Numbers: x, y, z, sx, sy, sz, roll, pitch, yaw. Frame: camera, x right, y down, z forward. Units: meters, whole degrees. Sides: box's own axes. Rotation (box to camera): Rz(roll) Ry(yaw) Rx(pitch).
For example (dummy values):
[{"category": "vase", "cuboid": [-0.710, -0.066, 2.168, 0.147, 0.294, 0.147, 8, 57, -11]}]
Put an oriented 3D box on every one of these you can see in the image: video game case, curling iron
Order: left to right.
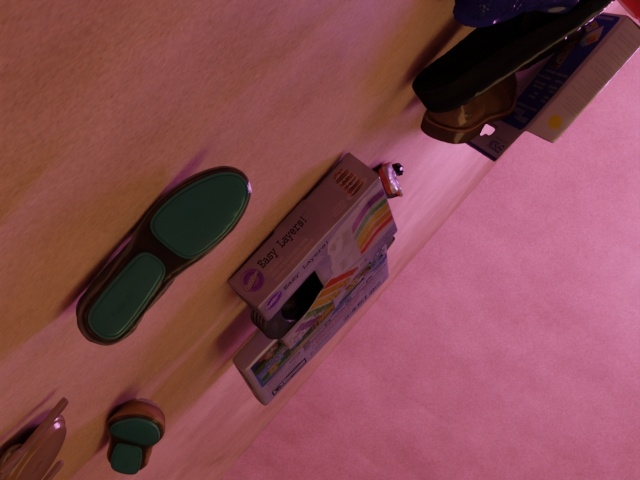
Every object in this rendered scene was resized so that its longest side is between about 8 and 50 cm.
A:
[{"category": "video game case", "cuboid": [-0.008, 0.125, 2.174, 0.329, 0.036, 0.300, -46, 165, -10]}, {"category": "curling iron", "cuboid": [0.350, -0.316, 2.171, 0.068, 0.035, 0.274, -56, -165, -25]}]

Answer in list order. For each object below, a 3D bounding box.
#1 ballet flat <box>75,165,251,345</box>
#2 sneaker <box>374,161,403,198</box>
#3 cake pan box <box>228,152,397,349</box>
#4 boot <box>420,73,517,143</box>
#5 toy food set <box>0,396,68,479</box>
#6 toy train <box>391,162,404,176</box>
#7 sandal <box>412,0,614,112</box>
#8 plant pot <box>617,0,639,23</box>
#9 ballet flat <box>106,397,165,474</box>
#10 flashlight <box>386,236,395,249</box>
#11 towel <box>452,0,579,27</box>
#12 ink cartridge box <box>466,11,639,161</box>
[{"category": "ballet flat", "cuboid": [-0.154, 0.008, 1.219, 0.213, 0.072, 0.068, -47, -161, -6]}, {"category": "sneaker", "cuboid": [0.094, -0.092, 2.118, 0.065, 0.061, 0.158, -23, 174, 8]}, {"category": "cake pan box", "cuboid": [-0.008, 0.024, 1.869, 0.267, 0.070, 0.246, -47, 159, -9]}, {"category": "boot", "cuboid": [0.253, -0.253, 2.025, 0.305, 0.112, 0.115, -44, 151, -57]}, {"category": "toy food set", "cuboid": [-0.334, 0.246, 1.439, 0.132, 0.038, 0.192, -52, 170, -35]}, {"category": "toy train", "cuboid": [0.088, -0.070, 2.222, 0.158, 0.027, 0.036, -52, 168, 15]}, {"category": "sandal", "cuboid": [0.306, -0.343, 1.776, 0.446, 0.107, 0.167, -38, -158, -9]}, {"category": "plant pot", "cuboid": [0.645, -0.526, 2.327, 0.243, 0.275, 0.275, -39, 173, 4]}, {"category": "ballet flat", "cuboid": [-0.261, 0.259, 1.805, 0.232, 0.080, 0.073, 123, -17, -57]}, {"category": "flashlight", "cuboid": [0.016, 0.091, 2.360, 0.103, 0.103, 0.304, 37, 92, -38]}, {"category": "towel", "cuboid": [0.301, -0.393, 1.549, 0.228, 0.076, 0.308, -17, 154, -40]}, {"category": "ink cartridge box", "cuboid": [0.374, -0.252, 2.144, 0.307, 0.072, 0.303, -50, -165, 6]}]
